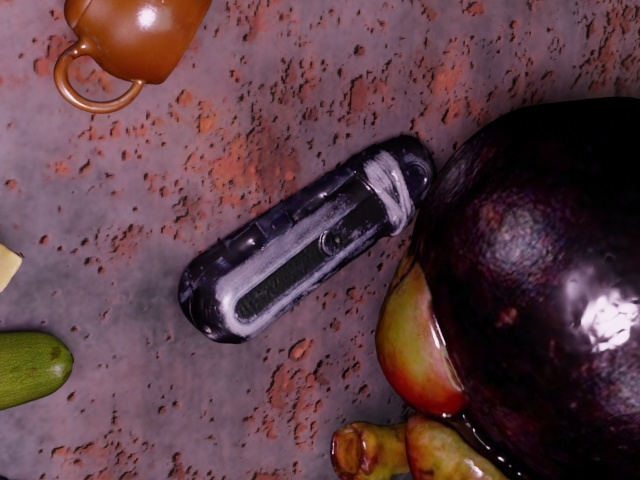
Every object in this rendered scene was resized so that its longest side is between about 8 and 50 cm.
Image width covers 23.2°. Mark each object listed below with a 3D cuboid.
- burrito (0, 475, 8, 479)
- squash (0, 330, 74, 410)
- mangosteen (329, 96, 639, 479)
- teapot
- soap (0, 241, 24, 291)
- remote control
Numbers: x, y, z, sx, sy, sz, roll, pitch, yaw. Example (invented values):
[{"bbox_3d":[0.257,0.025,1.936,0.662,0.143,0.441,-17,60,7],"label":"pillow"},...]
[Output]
[{"bbox_3d":[-0.389,0.243,1.209,0.347,0.107,0.175,-27,136,-16],"label":"burrito"},{"bbox_3d":[-0.311,0.115,1.215,0.252,0.066,0.066,-11,117,-27],"label":"squash"},{"bbox_3d":[0.222,0.090,1.337,0.435,0.382,0.382,-51,127,-4],"label":"mangosteen"},{"bbox_3d":[-0.147,-0.176,1.161,0.116,0.116,0.173,35,74,-37],"label":"teapot"},{"bbox_3d":[-0.324,-0.054,1.113,0.037,0.092,0.252,-52,128,-4],"label":"soap"},{"bbox_3d":[0.000,0.000,1.351,0.266,0.066,0.090,-34,129,-14],"label":"remote control"}]
